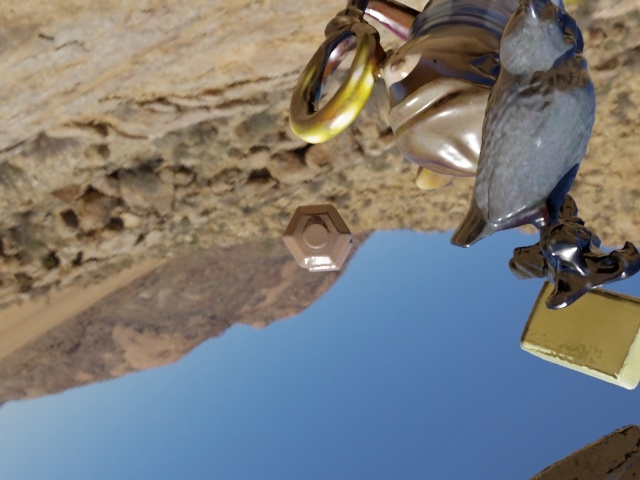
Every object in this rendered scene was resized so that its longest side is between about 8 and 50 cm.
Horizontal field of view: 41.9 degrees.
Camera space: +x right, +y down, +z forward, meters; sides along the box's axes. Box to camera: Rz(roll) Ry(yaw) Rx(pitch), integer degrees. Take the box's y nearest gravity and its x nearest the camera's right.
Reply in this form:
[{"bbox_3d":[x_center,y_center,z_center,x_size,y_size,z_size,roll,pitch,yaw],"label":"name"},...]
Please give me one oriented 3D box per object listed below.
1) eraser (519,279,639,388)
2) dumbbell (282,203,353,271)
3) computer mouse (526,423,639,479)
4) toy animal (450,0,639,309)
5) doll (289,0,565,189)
[{"bbox_3d":[0.375,0.125,1.164,0.172,0.058,0.117,15,-100,52],"label":"eraser"},{"bbox_3d":[0.000,0.000,1.177,0.082,0.092,0.231,-34,175,0],"label":"dumbbell"},{"bbox_3d":[0.321,0.270,0.861,0.170,0.100,0.269,-42,144,24],"label":"computer mouse"},{"bbox_3d":[0.135,-0.064,0.579,0.117,0.210,0.121,-14,-172,11],"label":"toy animal"},{"bbox_3d":[0.133,-0.231,0.835,0.317,0.340,0.209,-7,160,35],"label":"doll"}]
